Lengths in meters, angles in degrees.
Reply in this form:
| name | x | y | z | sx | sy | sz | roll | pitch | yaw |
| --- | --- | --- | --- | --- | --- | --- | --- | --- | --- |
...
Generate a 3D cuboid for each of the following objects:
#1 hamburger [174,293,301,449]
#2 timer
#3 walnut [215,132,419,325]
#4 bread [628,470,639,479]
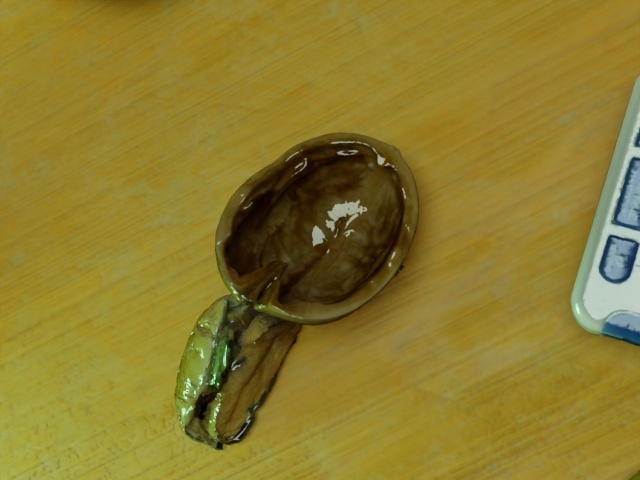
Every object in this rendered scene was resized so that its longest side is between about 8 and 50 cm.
| name | x | y | z | sx | sy | sz | roll | pitch | yaw |
| --- | --- | --- | --- | --- | --- | --- | --- | --- | --- |
| hamburger | -0.095 | 0.109 | 1.058 | 0.087 | 0.102 | 0.176 | 30 | 88 | 28 |
| timer | 0.338 | -0.020 | 0.990 | 0.178 | 0.078 | 0.253 | 18 | 86 | 13 |
| walnut | 0.001 | 0.000 | 1.054 | 0.211 | 0.087 | 0.167 | -42 | 72 | -17 |
| bread | 0.347 | 0.256 | 0.948 | 0.187 | 0.065 | 0.149 | -7 | 84 | 10 |
